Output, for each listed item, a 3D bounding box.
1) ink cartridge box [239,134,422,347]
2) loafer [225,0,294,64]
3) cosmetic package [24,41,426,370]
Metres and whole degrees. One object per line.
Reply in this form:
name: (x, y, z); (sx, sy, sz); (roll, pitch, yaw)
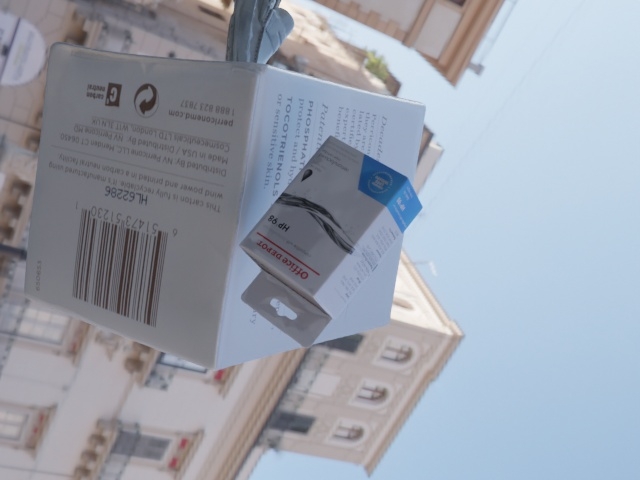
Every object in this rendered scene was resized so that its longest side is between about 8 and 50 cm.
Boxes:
ink cartridge box: (0.000, 0.000, 0.792); (0.104, 0.060, 0.180); (33, -101, 31)
loafer: (-0.100, -0.370, 1.416); (0.112, 0.112, 0.319); (119, -22, -69)
cosmetic package: (-0.112, -0.057, 1.077); (0.330, 0.394, 0.327); (13, -81, 31)
